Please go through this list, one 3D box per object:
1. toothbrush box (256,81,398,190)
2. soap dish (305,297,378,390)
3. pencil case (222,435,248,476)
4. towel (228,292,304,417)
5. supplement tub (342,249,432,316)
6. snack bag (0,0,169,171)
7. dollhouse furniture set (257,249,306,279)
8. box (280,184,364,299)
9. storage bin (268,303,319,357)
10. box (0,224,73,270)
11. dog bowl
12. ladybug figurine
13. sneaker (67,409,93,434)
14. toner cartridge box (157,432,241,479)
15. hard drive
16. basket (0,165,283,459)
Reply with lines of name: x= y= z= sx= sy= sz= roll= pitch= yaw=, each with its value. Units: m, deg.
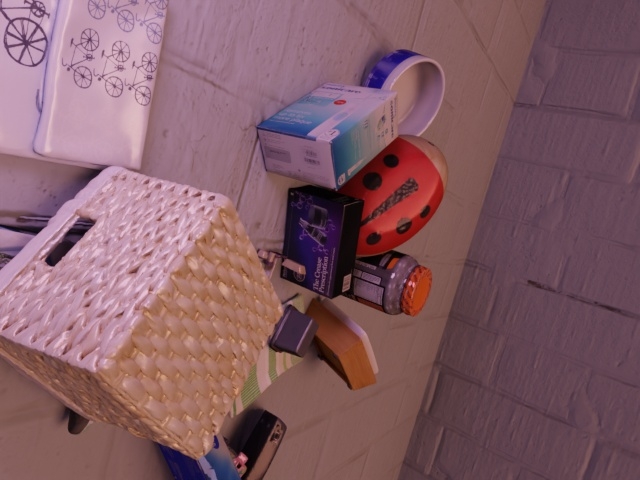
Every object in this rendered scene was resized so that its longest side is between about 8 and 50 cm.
toothbrush box: x=0.028 y=-0.265 z=1.141 sx=0.295 sy=0.216 sz=0.126 roll=-42 pitch=139 yaw=-37
soap dish: x=0.064 y=0.344 z=1.531 sx=0.118 sy=0.229 sz=0.291 roll=-39 pitch=139 yaw=-17
pencil case: x=-0.310 y=0.653 z=1.193 sx=0.284 sy=0.124 sz=0.124 roll=-47 pitch=141 yaw=-33
towel: x=-0.152 y=0.325 z=1.347 sx=0.324 sy=0.038 sz=0.248 roll=-28 pitch=128 yaw=-48
supplement tub: x=0.174 y=0.113 z=1.475 sx=0.193 sy=0.315 sz=0.194 roll=-34 pitch=133 yaw=-46
snack bag: x=-0.382 y=-0.271 z=0.671 sx=0.342 sy=0.037 sz=0.324 roll=2 pitch=105 yaw=-58
dollhouse furniture set: x=-0.107 y=0.084 z=1.217 sx=0.091 sy=0.114 sz=0.081 roll=14 pitch=99 yaw=-61
box: x=0.000 y=0.000 z=1.270 sx=0.103 sy=0.184 sz=0.262 roll=-17 pitch=120 yaw=-50
storage bin: x=-0.068 y=0.267 z=1.335 sx=0.135 sy=0.091 sz=0.098 roll=-61 pitch=147 yaw=-20
box: x=-0.491 y=0.052 z=0.662 sx=0.233 sy=0.044 sz=0.159 roll=21 pitch=88 yaw=-59
dog bowl: x=0.249 y=-0.432 z=1.427 sx=0.264 sy=0.104 sz=0.265 roll=-25 pitch=137 yaw=-26
ladybug figurine: x=0.197 y=-0.128 z=1.356 sx=0.449 sy=0.162 sz=0.305 roll=-42 pitch=103 yaw=-10
sneaker: x=-0.440 y=0.268 z=0.854 sx=0.076 sy=0.064 sz=0.167 roll=21 pitch=80 yaw=-51
toner cartridge box: x=-0.258 y=0.523 z=1.051 sx=0.075 sy=0.165 sz=0.348 roll=-33 pitch=110 yaw=-45
hard drive: x=-0.188 y=0.620 z=1.338 sx=0.255 sy=0.054 sz=0.172 roll=-59 pitch=-168 yaw=-20
basket: x=-0.269 y=0.110 z=0.749 sx=0.328 sy=0.266 sz=0.332 roll=-62 pitch=149 yaw=-35
